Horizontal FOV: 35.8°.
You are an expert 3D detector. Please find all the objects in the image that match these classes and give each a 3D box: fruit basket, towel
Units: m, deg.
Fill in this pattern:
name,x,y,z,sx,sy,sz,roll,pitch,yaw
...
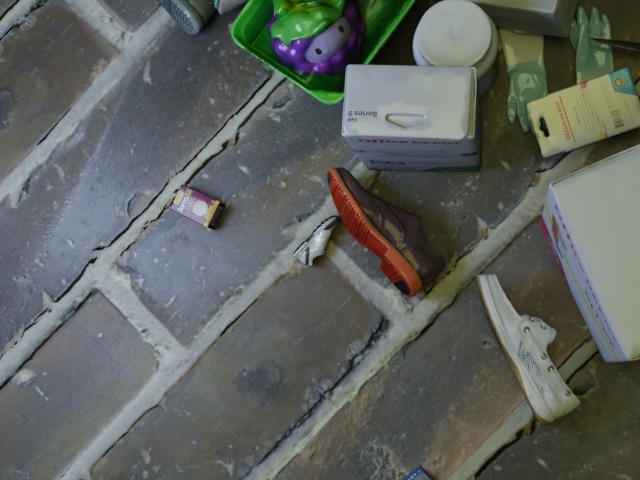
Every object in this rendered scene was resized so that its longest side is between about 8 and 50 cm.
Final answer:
name,x,y,z,sx,sy,sz,roll,pitch,yaw
fruit basket,0.017,-0.448,1.680,0.283,0.392,0.392,36,90,13
towel,0.150,0.451,1.715,0.119,0.029,0.067,-41,78,4

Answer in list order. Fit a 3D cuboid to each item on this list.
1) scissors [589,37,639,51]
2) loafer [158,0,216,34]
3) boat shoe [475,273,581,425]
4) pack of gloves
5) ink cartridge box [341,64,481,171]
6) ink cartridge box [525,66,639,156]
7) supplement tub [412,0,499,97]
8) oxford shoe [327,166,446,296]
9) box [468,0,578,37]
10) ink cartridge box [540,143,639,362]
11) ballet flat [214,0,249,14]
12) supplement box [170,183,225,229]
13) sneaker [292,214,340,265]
name,x,y,z,sx,sy,sz,roll,pitch,yaw
scissors,0.622,-0.328,1.715,0.297,0.021,0.109,25,76,11
loafer,-0.288,-0.505,1.891,0.087,0.094,0.251,-38,87,-21
boat shoe,0.353,0.171,1.682,0.096,0.098,0.277,-26,88,6
pack of gloves,0.421,-0.305,1.750,0.195,0.046,0.232,-5,82,9
ink cartridge box,0.162,-0.198,1.659,0.211,0.289,0.122,2,84,10
ink cartridge box,0.453,-0.218,1.706,0.181,0.061,0.104,-18,91,8
supplement tub,0.235,-0.323,1.706,0.144,0.199,0.144,-1,83,10
oxford shoe,0.112,-0.031,1.761,0.098,0.097,0.271,-35,82,-16
box,0.359,-0.468,1.725,0.181,0.119,0.182,16,85,26
ink cartridge box,0.468,0.034,1.526,0.160,0.384,0.279,-23,79,7
ballet flat,-0.086,-0.548,1.845,0.106,0.107,0.316,27,90,5
supplement box,-0.227,-0.063,1.839,0.083,0.043,0.055,25,90,13
sneaker,0.000,0.000,1.797,0.044,0.040,0.109,43,96,-4
